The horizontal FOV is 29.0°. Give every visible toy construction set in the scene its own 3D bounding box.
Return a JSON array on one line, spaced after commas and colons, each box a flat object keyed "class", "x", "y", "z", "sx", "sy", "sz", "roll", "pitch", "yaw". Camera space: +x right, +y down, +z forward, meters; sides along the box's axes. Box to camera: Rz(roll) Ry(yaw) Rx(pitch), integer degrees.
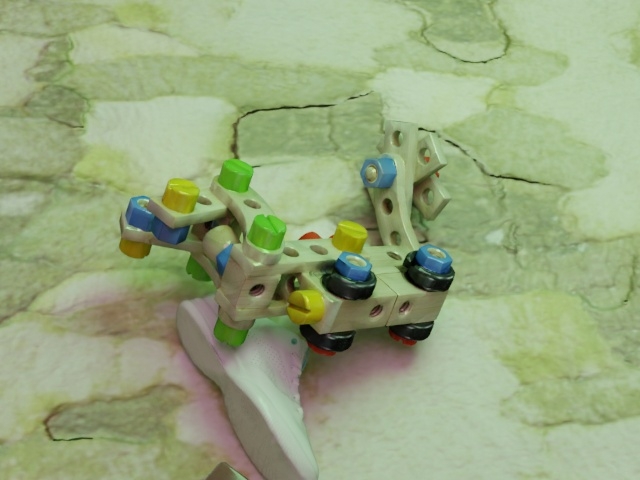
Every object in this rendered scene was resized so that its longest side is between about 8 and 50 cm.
[{"class": "toy construction set", "x": 0.000, "y": 0.000, "z": 1.135, "sx": 0.327, "sy": 0.151, "sz": 0.215, "roll": -18, "pitch": 42, "yaw": -33}]

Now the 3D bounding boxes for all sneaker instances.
[{"class": "sneaker", "x": -0.043, "y": 0.124, "z": 1.104, "sx": 0.094, "sy": 0.080, "sz": 0.212, "roll": -18, "pitch": 61, "yaw": -29}]

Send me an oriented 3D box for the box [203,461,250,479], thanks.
[{"class": "box", "x": -0.039, "y": 0.315, "z": 0.805, "sx": 0.191, "sy": 0.381, "sz": 0.143, "roll": 35, "pitch": 62, "yaw": 15}]
